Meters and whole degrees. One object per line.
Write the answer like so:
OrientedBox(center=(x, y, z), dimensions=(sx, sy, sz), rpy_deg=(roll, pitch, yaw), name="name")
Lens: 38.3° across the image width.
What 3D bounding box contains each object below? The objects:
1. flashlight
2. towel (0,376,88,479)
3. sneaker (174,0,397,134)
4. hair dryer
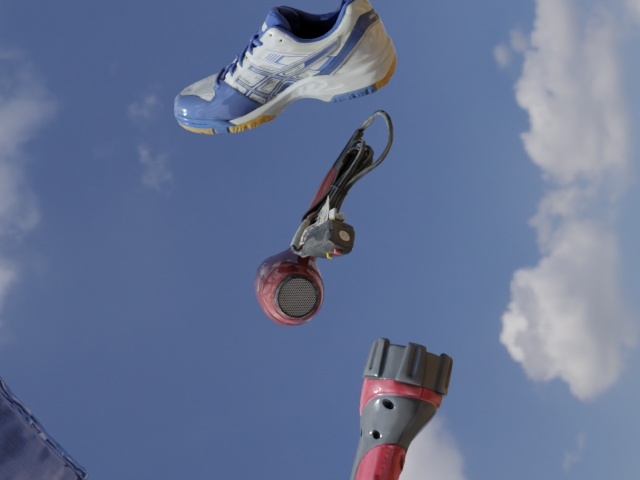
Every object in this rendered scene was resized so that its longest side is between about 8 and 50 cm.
OrientedBox(center=(0.070, 0.267, 1.023), dimensions=(0.103, 0.103, 0.304), rpy_deg=(40, -120, -58), name="flashlight")
OrientedBox(center=(-0.234, 0.214, 0.415), dimensions=(0.336, 0.040, 0.243), rpy_deg=(-59, -17, -24), name="towel")
OrientedBox(center=(-0.060, -0.229, 1.149), dimensions=(0.112, 0.296, 0.131), rpy_deg=(-89, -21, -50), name="sneaker")
OrientedBox(center=(0.000, 0.000, 1.086), dimensions=(0.080, 0.293, 0.224), rpy_deg=(35, -130, -11), name="hair dryer")
